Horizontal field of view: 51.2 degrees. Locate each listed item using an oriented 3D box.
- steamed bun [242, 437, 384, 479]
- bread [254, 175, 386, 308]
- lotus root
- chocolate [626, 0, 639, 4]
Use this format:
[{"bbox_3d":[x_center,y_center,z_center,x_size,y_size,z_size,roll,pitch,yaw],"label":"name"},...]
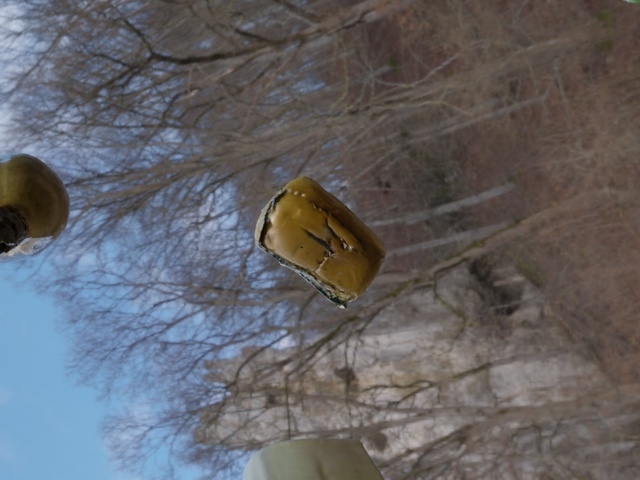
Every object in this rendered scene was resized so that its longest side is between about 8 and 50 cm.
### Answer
[{"bbox_3d":[0.002,0.349,0.795,0.200,0.170,0.225,12,-155,-17],"label":"steamed bun"},{"bbox_3d":[0.000,0.000,0.543,0.106,0.053,0.072,39,-94,-11],"label":"bread"},{"bbox_3d":[-0.489,-0.045,1.047,0.183,0.310,0.182,-6,-73,-21],"label":"lotus root"},{"bbox_3d":[0.317,-0.426,0.695,0.137,0.289,0.300,-33,-31,-50],"label":"chocolate"}]
